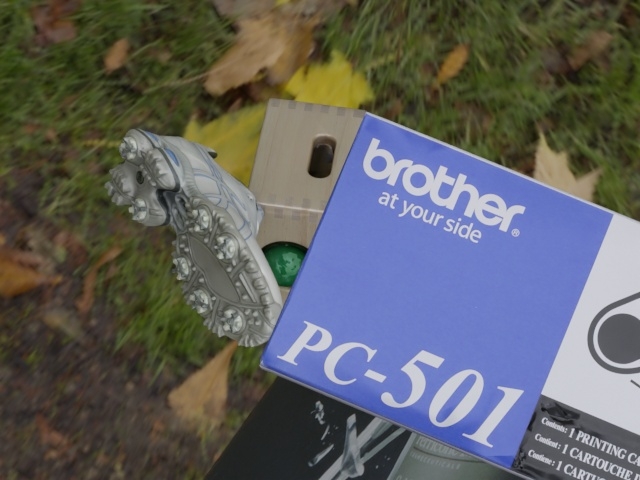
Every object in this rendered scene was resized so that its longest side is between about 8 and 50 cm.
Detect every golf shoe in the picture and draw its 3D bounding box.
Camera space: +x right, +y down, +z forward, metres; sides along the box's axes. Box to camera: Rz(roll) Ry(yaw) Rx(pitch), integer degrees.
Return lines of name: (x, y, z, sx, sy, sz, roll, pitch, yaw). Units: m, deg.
golf shoe: (-0.058, -0.008, 1.092, 0.176, 0.086, 0.069, 54, 130, 30)

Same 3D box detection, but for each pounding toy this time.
pounding toy: (0.000, 0.000, 1.203, 0.100, 0.141, 0.130, 7, 134, 3)

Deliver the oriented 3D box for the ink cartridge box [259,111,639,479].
ink cartridge box: (0.093, 0.040, 0.606, 0.207, 0.046, 0.097, 23, 85, 5)

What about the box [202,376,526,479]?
box: (0.132, 0.270, 1.372, 0.297, 0.480, 0.472, 47, 68, -25)
